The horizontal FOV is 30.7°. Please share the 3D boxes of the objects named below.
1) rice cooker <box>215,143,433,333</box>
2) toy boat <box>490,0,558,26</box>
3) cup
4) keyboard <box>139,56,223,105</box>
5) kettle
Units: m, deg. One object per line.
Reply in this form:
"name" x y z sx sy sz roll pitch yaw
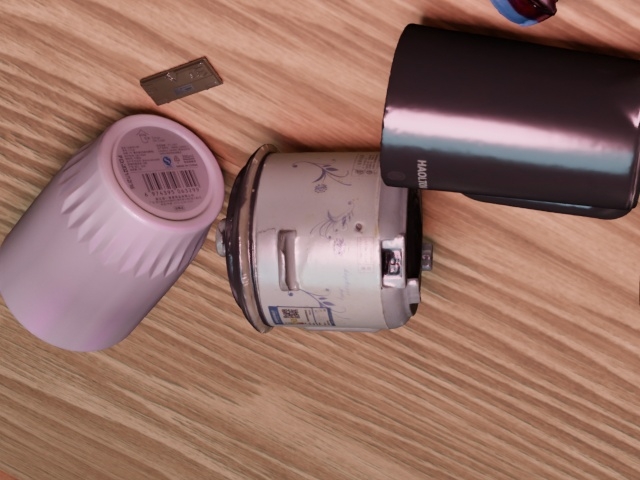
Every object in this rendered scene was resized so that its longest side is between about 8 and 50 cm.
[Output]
"rice cooker" 0.000 0.000 1.611 0.317 0.317 0.264 5 110 22
"toy boat" 0.194 -0.332 1.317 0.097 0.100 0.223 15 145 50
"cup" -0.317 -0.012 1.784 0.253 0.253 0.371 36 134 -12
"keyboard" -0.201 -0.228 1.677 0.129 0.015 0.049 -13 131 35
"kettle" 0.241 -0.118 1.428 0.308 0.203 0.262 10 123 13
